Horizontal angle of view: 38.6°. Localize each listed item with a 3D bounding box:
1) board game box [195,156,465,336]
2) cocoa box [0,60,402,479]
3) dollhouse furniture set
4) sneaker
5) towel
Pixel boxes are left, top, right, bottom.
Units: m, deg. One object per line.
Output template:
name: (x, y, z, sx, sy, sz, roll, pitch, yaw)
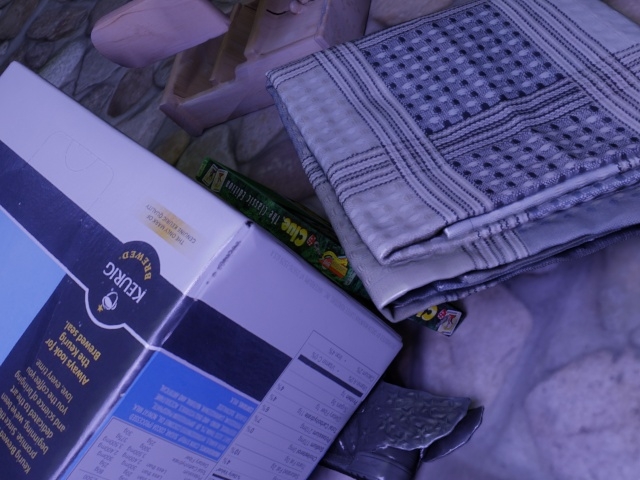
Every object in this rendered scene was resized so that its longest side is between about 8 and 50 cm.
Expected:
board game box: (0.000, 0.000, 0.806, 0.259, 0.136, 0.030, 35, 99, 51)
cocoa box: (-0.160, 0.053, 0.725, 0.347, 0.231, 0.228, 33, 86, 41)
dollhouse furniture set: (-0.161, -0.326, 1.008, 0.256, 0.394, 0.362, -14, 51, 35)
sneaker: (0.038, 0.145, 0.727, 0.170, 0.051, 0.089, 12, 68, 42)
towel: (0.136, -0.101, 0.722, 0.312, 0.056, 0.324, -18, 44, -8)
